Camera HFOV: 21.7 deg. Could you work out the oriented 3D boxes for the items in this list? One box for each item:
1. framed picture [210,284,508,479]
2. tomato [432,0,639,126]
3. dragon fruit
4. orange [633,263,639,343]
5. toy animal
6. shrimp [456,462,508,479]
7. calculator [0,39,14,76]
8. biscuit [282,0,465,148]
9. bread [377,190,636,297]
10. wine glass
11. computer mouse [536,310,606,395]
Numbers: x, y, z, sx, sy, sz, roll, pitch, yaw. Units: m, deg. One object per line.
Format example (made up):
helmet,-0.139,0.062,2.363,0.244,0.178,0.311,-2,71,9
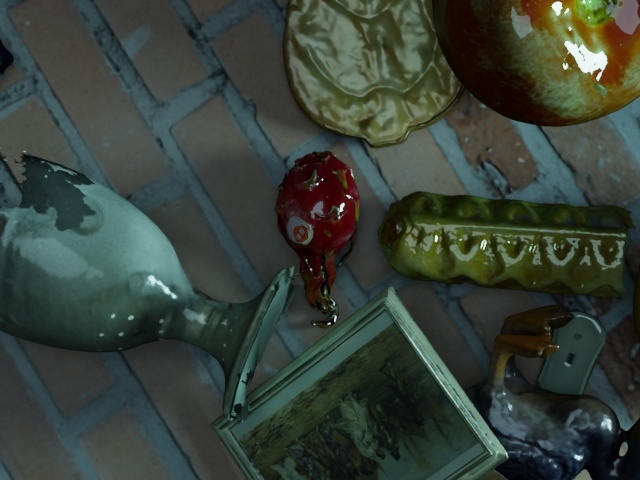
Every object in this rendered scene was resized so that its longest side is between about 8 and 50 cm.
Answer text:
framed picture,0.034,0.207,1.727,0.274,0.017,0.217,-41,81,24
tomato,0.235,-0.253,1.702,0.270,0.222,0.270,-6,107,-18
dragon fruit,0.000,0.000,1.768,0.094,0.094,0.190,-2,93,2
orange,0.399,0.059,1.702,0.158,0.179,0.237,7,88,25
toy animal,0.207,0.173,1.721,0.298,0.122,0.185,-5,111,17
shrimp,0.175,0.326,1.720,0.152,0.046,0.219,3,107,39
calculator,-0.511,-0.192,1.815,0.274,0.058,0.248,39,88,5
biscuit,0.058,-0.229,1.805,0.203,0.041,0.260,-8,86,5
bread,0.194,0.002,1.760,0.269,0.087,0.098,5,90,3
wine glass,-0.210,0.046,1.721,0.357,0.190,0.190,24,88,4
computer mouse,0.266,0.126,1.777,0.056,0.032,0.110,22,103,11
